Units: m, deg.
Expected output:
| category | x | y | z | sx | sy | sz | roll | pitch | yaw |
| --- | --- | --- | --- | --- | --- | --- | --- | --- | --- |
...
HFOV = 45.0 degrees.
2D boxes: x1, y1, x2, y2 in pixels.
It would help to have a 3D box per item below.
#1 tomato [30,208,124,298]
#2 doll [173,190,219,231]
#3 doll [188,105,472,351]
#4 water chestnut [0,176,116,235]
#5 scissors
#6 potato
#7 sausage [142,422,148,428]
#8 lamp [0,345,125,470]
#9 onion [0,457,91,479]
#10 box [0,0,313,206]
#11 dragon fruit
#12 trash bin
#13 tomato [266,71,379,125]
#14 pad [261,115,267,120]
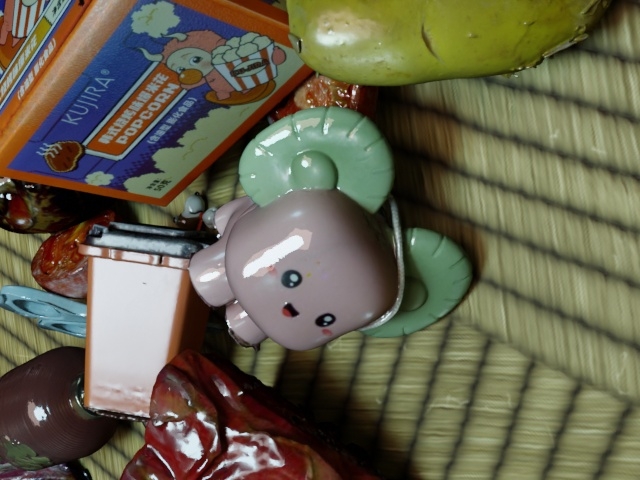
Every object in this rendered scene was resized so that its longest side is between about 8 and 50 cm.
| category | x | y | z | sx | sy | sz | roll | pitch | yaw |
| --- | --- | --- | --- | --- | --- | --- | --- | --- | --- |
| tomato | -0.346 | 0.029 | 1.154 | 0.159 | 0.091 | 0.139 | -13 | 44 | 24 |
| doll | -0.159 | -0.029 | 1.048 | 0.085 | 0.040 | 0.058 | 31 | 102 | 32 |
| doll | 0.000 | 0.000 | 0.831 | 0.268 | 0.216 | 0.284 | -26 | 117 | 24 |
| water chestnut | -0.405 | -0.135 | 1.075 | 0.289 | 0.244 | 0.289 | -13 | 76 | 63 |
| scissors | -0.298 | 0.118 | 1.123 | 0.360 | 0.191 | 0.029 | 4 | 65 | 24 |
| potato | 0.119 | -0.227 | 0.717 | 0.300 | 0.140 | 0.173 | -9 | 46 | 7 |
| sausage | -0.231 | 0.253 | 1.117 | 0.094 | 0.054 | 0.059 | 55 | 159 | 20 |
| lamp | -0.402 | 0.259 | 1.187 | 0.258 | 0.180 | 0.180 | -23 | 80 | 35 |
| onion | -0.521 | 0.497 | 1.315 | 0.314 | 0.146 | 0.280 | -16 | 89 | 34 |
| box | -0.215 | -0.270 | 0.874 | 0.349 | 0.257 | 0.318 | -34 | 58 | 38 |
| dragon fruit | -0.097 | 0.326 | 0.838 | 0.286 | 0.228 | 0.329 | 33 | 80 | 29 |
| trash bin | -0.205 | 0.101 | 0.987 | 0.185 | 0.161 | 0.238 | 6 | 91 | 7 |
| tomato | 0.009 | -0.170 | 0.868 | 0.166 | 0.082 | 0.174 | -12 | 79 | 43 |
| pad | -0.145 | -0.267 | 1.033 | 0.330 | 0.004 | 0.220 | 6 | 98 | 38 |
